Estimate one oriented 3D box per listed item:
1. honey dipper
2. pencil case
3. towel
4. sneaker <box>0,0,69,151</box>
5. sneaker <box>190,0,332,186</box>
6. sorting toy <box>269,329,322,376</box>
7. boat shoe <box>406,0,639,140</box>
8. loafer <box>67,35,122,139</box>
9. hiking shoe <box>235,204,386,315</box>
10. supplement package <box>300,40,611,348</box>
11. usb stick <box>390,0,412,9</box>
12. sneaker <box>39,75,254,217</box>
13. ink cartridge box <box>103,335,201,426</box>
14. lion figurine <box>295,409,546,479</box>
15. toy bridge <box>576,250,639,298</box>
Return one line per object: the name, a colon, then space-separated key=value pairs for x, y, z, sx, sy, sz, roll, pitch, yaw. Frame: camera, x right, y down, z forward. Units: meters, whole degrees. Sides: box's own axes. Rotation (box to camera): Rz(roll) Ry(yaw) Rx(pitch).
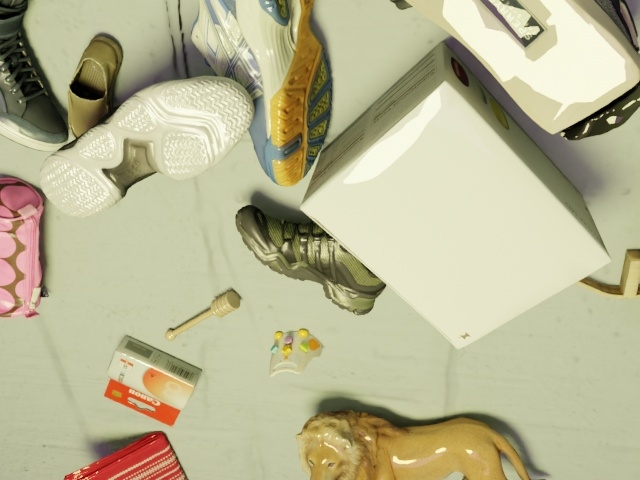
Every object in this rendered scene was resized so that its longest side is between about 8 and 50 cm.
honey dipper: x=-0.191 y=0.122 z=0.903 sx=0.160 sy=0.030 sz=0.030 roll=-28 pitch=114 yaw=29
pencil case: x=-0.451 y=0.018 z=0.849 sx=0.098 sy=0.095 sz=0.209 roll=36 pitch=129 yaw=24
towel: x=-0.358 y=0.509 z=1.132 sx=0.198 sy=0.031 sz=0.275 roll=-24 pitch=123 yaw=-18
sneaker: x=-0.358 y=-0.223 z=0.673 sx=0.163 sy=0.086 sz=0.226 roll=-30 pitch=112 yaw=30
sneaker: x=-0.070 y=-0.203 z=0.636 sx=0.130 sy=0.112 sz=0.297 roll=14 pitch=128 yaw=27
sorting toy: x=-0.047 y=0.178 z=0.881 sx=0.083 sy=0.075 sz=0.045 roll=-10 pitch=121 yaw=17
boat shoe: x=0.159 y=-0.252 z=0.520 sx=0.340 sy=0.158 sz=0.127 roll=49 pitch=131 yaw=-10
loafer: x=-0.285 y=-0.177 z=0.710 sx=0.056 sy=0.050 sz=0.148 roll=22 pitch=124 yaw=-3
hiking shoe: x=0.000 y=0.000 z=0.763 sx=0.226 sy=0.086 sz=0.114 roll=31 pitch=110 yaw=-16
supplement package: x=0.148 y=-0.044 z=0.655 sx=0.262 sy=0.145 sz=0.204 roll=41 pitch=121 yaw=-16
usb stick: x=0.058 y=-0.358 z=0.526 sx=0.077 sy=0.045 sz=0.278 roll=-14 pitch=120 yaw=18
sneaker: x=-0.186 y=-0.127 z=0.662 sx=0.268 sy=0.153 sz=0.101 roll=-21 pitch=116 yaw=20
ink cartridge box: x=-0.304 y=0.262 z=1.008 sx=0.145 sy=0.045 sz=0.179 roll=27 pitch=121 yaw=-6
lion figurine: x=0.168 y=0.354 z=0.938 sx=0.391 sy=0.142 sz=0.240 roll=-13 pitch=113 yaw=3
toy bridge: x=0.395 y=0.044 z=0.734 sx=0.188 sy=0.026 sz=0.063 roll=-1 pitch=123 yaw=12
